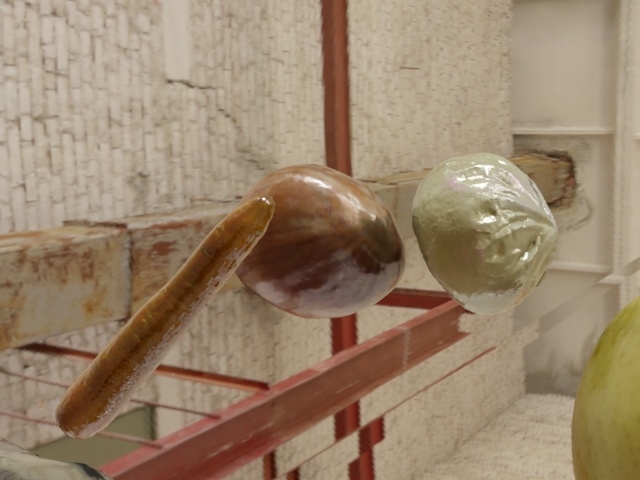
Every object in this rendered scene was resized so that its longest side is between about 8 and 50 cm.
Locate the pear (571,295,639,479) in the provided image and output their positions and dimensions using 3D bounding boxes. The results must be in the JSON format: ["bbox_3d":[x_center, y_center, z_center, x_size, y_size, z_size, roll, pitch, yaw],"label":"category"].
[{"bbox_3d":[0.349,0.157,0.629,0.348,0.348,0.348,5,-81,30],"label":"pear"}]

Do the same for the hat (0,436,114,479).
[{"bbox_3d":[-0.248,0.118,0.311,0.257,0.366,0.381,39,-23,50],"label":"hat"}]

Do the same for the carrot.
[{"bbox_3d":[-0.116,0.059,0.690,0.043,0.043,0.248,46,-75,17],"label":"carrot"}]

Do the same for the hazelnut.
[{"bbox_3d":[0.000,0.000,1.107,0.214,0.214,0.176,-9,-119,31],"label":"hazelnut"}]

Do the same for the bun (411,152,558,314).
[{"bbox_3d":[0.197,-0.013,1.045,0.128,0.193,0.178,-33,-111,29],"label":"bun"}]
